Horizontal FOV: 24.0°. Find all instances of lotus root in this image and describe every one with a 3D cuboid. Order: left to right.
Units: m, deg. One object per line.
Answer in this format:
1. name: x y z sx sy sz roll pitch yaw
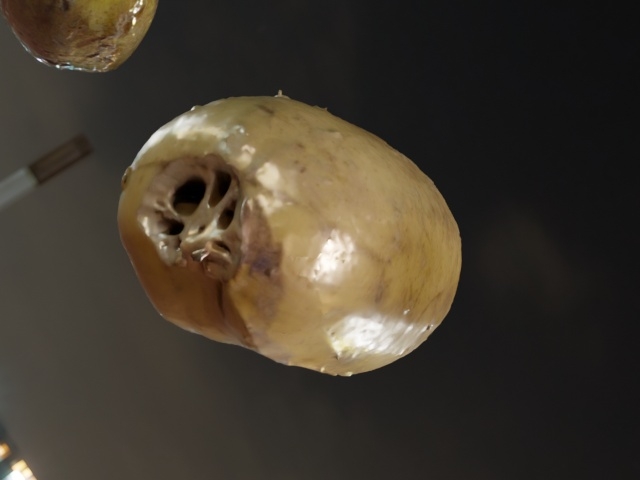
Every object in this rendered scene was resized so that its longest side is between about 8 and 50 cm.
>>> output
1. lotus root: -0.078 -0.081 0.479 0.054 0.049 0.099 29 -20 -5
2. lotus root: 0.000 0.000 0.920 0.169 0.151 0.343 20 2 21
